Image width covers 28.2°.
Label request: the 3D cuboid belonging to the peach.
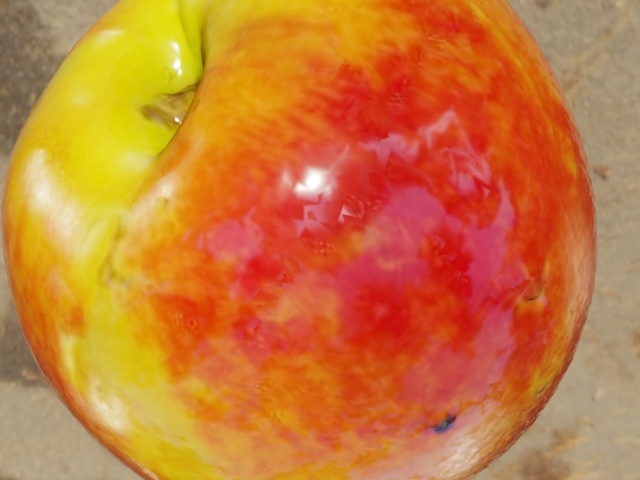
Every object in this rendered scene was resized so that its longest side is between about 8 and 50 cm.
[{"bbox_3d":[0.000,0.000,0.809,0.388,0.388,0.388,-4,144,-3],"label":"peach"}]
